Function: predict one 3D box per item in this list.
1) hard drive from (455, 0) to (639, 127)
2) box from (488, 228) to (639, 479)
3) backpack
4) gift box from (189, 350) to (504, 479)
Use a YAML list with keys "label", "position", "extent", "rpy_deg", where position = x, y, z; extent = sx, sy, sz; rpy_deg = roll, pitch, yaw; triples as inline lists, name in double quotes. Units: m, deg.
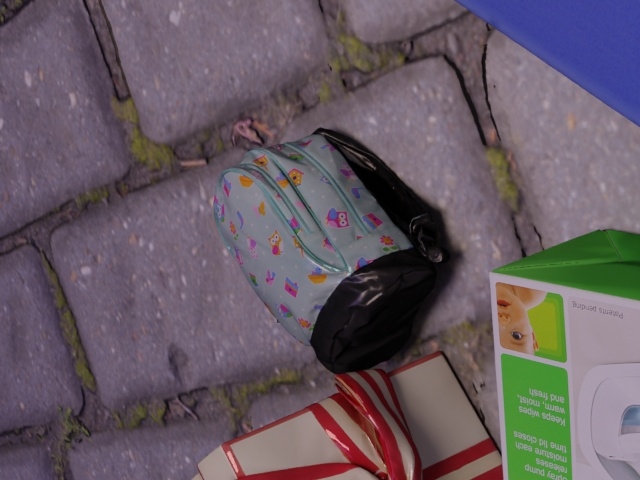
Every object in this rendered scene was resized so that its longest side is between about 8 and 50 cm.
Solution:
- label: "hard drive"
  position: [0.168, -0.210, 0.933]
  extent: [0.318, 0.040, 0.210]
  rpy_deg: [41, 133, 33]
- label: "box"
  position: [0.245, 0.130, 0.915]
  extent: [0.262, 0.126, 0.231]
  rpy_deg: [12, 112, 47]
- label: "backpack"
  position: [0.000, 0.000, 1.168]
  extent: [0.182, 0.115, 0.152]
  rpy_deg: [55, 142, 24]
- label: "gift box"
  position: [0.013, 0.262, 1.139]
  extent: [0.255, 0.276, 0.258]
  rpy_deg: [57, 139, 10]
